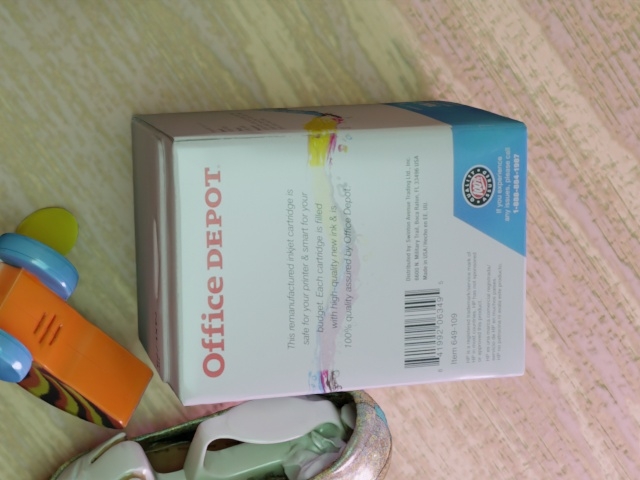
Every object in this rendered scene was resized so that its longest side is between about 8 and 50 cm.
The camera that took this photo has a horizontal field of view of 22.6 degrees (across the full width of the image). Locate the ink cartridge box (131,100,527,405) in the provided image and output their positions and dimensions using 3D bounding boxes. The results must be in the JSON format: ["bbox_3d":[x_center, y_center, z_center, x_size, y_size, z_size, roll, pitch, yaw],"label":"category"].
[{"bbox_3d":[0.000,0.000,1.249,0.270,0.197,0.198,-3,101,-15],"label":"ink cartridge box"}]

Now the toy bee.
[{"bbox_3d":[-0.264,0.033,1.228,0.195,0.162,0.298,-44,125,-36],"label":"toy bee"}]

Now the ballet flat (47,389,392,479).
[{"bbox_3d":[-0.111,0.190,1.282,0.348,0.123,0.123,-15,104,-8],"label":"ballet flat"}]
